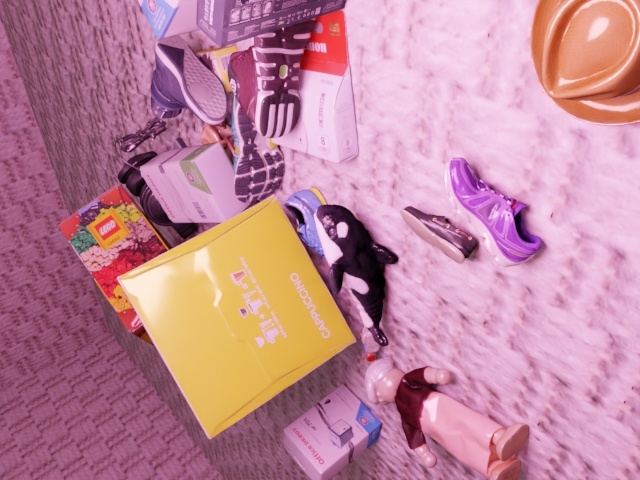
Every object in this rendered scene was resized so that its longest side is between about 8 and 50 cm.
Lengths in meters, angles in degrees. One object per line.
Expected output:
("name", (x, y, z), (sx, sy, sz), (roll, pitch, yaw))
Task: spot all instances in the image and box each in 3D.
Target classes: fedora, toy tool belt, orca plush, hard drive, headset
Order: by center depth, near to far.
("fedora", (0.271, -0.193, 0.536), (0.194, 0.079, 0.194), (36, 142, 35))
("orca plush", (0.087, 0.057, 0.990), (0.102, 0.151, 0.287), (-11, 105, 25))
("toy tool belt", (0.101, 0.202, 1.144), (0.051, 0.052, 0.083), (-108, 14, -55))
("hard drive", (-0.353, -0.198, 1.499), (0.135, 0.022, 0.094), (54, 149, 12))
("headset", (-0.440, -0.166, 1.548), (0.243, 0.185, 0.394), (46, 167, 27))

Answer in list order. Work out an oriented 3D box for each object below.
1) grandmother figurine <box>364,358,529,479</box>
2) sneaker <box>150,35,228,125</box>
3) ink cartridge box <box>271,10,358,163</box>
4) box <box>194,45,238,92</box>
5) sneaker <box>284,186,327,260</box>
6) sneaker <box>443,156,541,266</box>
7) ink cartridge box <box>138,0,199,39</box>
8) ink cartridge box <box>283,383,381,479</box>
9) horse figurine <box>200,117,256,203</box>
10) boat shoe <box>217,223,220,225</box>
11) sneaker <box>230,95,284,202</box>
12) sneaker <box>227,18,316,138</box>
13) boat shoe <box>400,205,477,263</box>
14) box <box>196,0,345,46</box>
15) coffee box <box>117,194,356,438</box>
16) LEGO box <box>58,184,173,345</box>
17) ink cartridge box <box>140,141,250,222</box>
("grandmother figurine", (0.208, 0.323, 1.038), (0.342, 0.104, 0.208), (25, 106, 49))
("sneaker", (-0.269, -0.280, 1.124), (0.226, 0.086, 0.163), (56, 143, 18))
("ink cartridge box", (-0.027, -0.262, 0.942), (0.189, 0.066, 0.232), (26, 138, 44))
("box", (-0.248, -0.358, 1.182), (0.232, 0.058, 0.087), (16, 128, 50))
("sneaker", (0.000, 0.000, 1.088), (0.209, 0.082, 0.069), (60, 147, -1))
("sneaker", (0.232, -0.047, 0.745), (0.170, 0.068, 0.071), (51, 133, 0))
("ink cartridge box", (-0.206, -0.501, 0.868), (0.198, 0.197, 0.270), (-21, 96, 58))
("ink cartridge box", (0.026, 0.454, 1.308), (0.139, 0.190, 0.082), (40, 143, 31))
("horse figurine", (-0.222, -0.192, 1.272), (0.174, 0.066, 0.263), (34, 143, 28))
("boat shoe", (-0.312, -0.112, 1.430), (0.223, 0.073, 0.080), (54, 145, -11))
("sneaker", (-0.135, -0.200, 1.133), (0.110, 0.107, 0.275), (-122, 30, -44))
("sneaker", (-0.099, -0.323, 0.913), (0.162, 0.106, 0.281), (38, 125, 43))
("boat shoe", (0.178, -0.016, 0.853), (0.133, 0.042, 0.049), (38, 168, 34))
("box", (-0.044, -0.365, 0.707), (0.059, 0.232, 0.183), (46, 146, 18))
("coffee box", (-0.187, 0.151, 1.178), (0.338, 0.338, 0.334), (61, 161, -2))
("LEGO box", (-0.476, 0.126, 1.621), (0.372, 0.193, 0.500), (49, 168, 20))
("ink cartridge box", (-0.286, -0.127, 1.266), (0.219, 0.092, 0.160), (3, 128, 44))
